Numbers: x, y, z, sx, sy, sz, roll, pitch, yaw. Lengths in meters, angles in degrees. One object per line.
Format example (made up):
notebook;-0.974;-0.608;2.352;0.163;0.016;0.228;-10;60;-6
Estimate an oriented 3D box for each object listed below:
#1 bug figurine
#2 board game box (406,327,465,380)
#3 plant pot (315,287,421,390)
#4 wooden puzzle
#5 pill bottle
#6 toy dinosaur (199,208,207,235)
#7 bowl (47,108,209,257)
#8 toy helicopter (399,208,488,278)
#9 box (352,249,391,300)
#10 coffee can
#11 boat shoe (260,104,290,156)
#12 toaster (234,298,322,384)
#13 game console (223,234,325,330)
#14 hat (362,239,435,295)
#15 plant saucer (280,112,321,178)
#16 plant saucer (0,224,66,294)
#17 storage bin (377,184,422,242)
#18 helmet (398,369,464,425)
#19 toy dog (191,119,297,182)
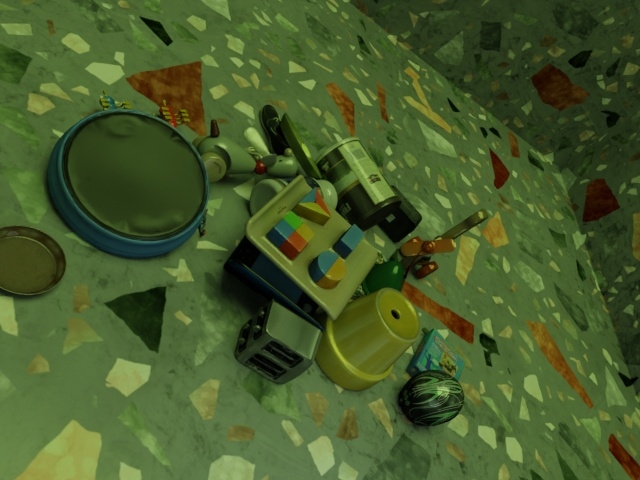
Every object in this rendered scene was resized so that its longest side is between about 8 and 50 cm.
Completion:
bug figurine;-0.489;-0.312;1.600;0.279;0.072;0.216;-3;66;-51
board game box;0.376;0.405;1.841;0.160;0.047;0.210;48;38;0
plant pot;0.140;0.256;1.586;0.254;0.239;0.254;26;42;-26
wooden puzzle;0.000;0.000;1.571;0.348;0.080;0.322;47;41;-5
pill bottle;-0.077;-0.120;1.768;0.265;0.153;0.153;-12;67;-48
toy dinosaur;-0.320;-0.052;1.568;0.090;0.047;0.082;-5;80;-58
bowl;-0.458;-0.151;1.416;0.391;0.077;0.391;15;61;-30
toy helicopter;0.419;-0.002;1.984;0.140;0.355;0.235;60;22;14
box;0.159;0.118;1.881;0.159;0.044;0.233;37;39;-15
coffee can;0.125;-0.191;1.986;0.201;0.201;0.275;-17;70;-50
boat shoe;-0.148;-0.392;1.998;0.084;0.079;0.233;7;52;-39
toaster;-0.100;0.257;1.412;0.186;0.168;0.110;34;42;-16
game console;-0.094;0.097;1.542;0.293;0.173;0.250;40;46;-12
hat;0.250;0.094;1.800;0.173;0.183;0.208;25;43;-28
plant saucer;-0.070;-0.299;1.846;0.241;0.037;0.241;61;6;-11
plant saucer;-0.623;0.045;1.196;0.168;0.029;0.168;25;43;-26
storage bin;0.271;-0.099;2.113;0.180;0.122;0.084;47;38;-2
helmet;0.328;0.454;1.658;0.169;0.161;0.169;26;43;-27
toy dog;-0.226;-0.272;1.683;0.334;0.161;0.220;-16;44;-44
